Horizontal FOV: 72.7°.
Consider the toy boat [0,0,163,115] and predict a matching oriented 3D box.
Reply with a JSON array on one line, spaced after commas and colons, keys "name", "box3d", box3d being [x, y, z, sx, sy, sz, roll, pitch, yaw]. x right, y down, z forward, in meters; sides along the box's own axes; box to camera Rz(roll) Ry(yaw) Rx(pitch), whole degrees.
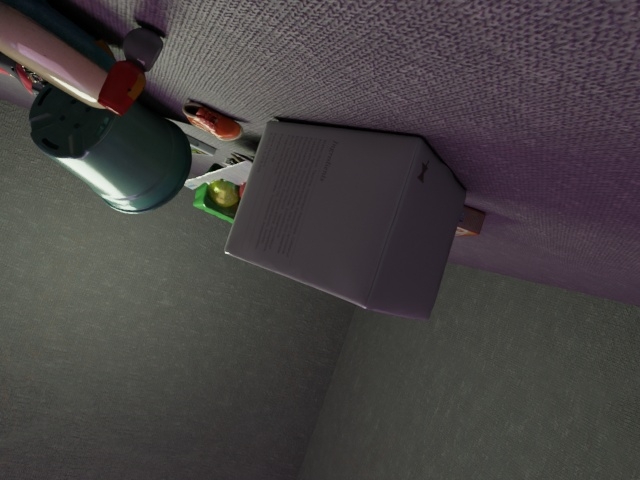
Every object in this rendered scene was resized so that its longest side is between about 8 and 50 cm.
[{"name": "toy boat", "box3d": [-0.412, -0.331, 0.780, 0.318, 0.148, 0.267, 27, 176, 26]}]

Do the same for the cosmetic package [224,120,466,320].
[{"name": "cosmetic package", "box3d": [0.063, -0.045, 0.994, 0.393, 0.328, 0.329, 17, 177, 36]}]

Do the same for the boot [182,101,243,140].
[{"name": "boot", "box3d": [-0.277, -0.304, 1.109, 0.157, 0.059, 0.084, 20, 173, 9]}]

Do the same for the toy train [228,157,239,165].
[{"name": "toy train", "box3d": [-0.323, -0.310, 1.838, 0.036, 0.027, 0.158, 5, 170, 33]}]

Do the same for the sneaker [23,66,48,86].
[{"name": "sneaker", "box3d": [-0.749, -0.457, 1.143, 0.071, 0.077, 0.178, 18, 177, 8]}]

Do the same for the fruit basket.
[{"name": "fruit basket", "box3d": [-0.229, -0.160, 1.413, 0.352, 0.166, 0.326, -14, 152, 39]}]

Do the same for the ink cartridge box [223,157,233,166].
[{"name": "ink cartridge box", "box3d": [-0.375, -0.325, 1.846, 0.048, 0.028, 0.083, 18, 178, 24]}]

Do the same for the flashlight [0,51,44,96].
[{"name": "flashlight", "box3d": [-0.917, -0.501, 1.262, 0.303, 0.103, 0.103, 18, -179, -7]}]

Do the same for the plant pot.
[{"name": "plant pot", "box3d": [-0.602, -0.286, 1.251, 0.340, 0.342, 0.334, 19, 170, 13]}]

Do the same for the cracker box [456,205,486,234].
[{"name": "cracker box", "box3d": [0.324, -0.080, 1.239, 0.232, 0.067, 0.155, 19, 178, -4]}]

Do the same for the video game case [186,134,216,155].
[{"name": "video game case", "box3d": [-0.615, -0.412, 1.705, 0.299, 0.036, 0.328, 22, 176, -44]}]

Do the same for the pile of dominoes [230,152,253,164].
[{"name": "pile of dominoes", "box3d": [-0.228, -0.233, 1.676, 0.251, 0.040, 0.196, 21, -158, -51]}]
